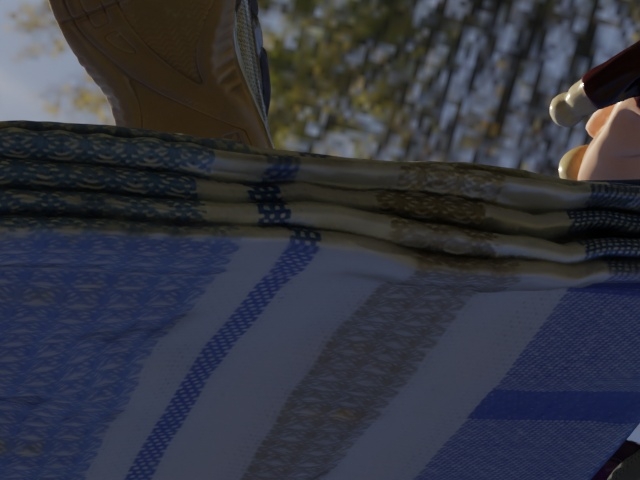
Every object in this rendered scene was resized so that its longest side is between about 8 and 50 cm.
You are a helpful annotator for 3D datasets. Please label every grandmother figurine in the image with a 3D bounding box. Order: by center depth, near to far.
[{"bbox_3d":[0.286,-0.125,1.596,0.207,0.342,0.104,-16,-111,-18],"label":"grandmother figurine"}]

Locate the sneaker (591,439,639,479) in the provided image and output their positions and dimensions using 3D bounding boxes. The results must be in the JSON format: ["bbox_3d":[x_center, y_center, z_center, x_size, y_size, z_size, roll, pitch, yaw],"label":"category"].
[{"bbox_3d":[0.127,0.169,0.760,0.098,0.224,0.083,29,-142,34],"label":"sneaker"}]

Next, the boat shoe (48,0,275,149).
[{"bbox_3d":[-0.083,-0.127,1.054,0.102,0.285,0.092,-15,-142,3],"label":"boat shoe"}]

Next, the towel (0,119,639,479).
[{"bbox_3d":[-0.047,0.049,0.479,0.285,0.209,0.034,2,-128,-26],"label":"towel"}]
